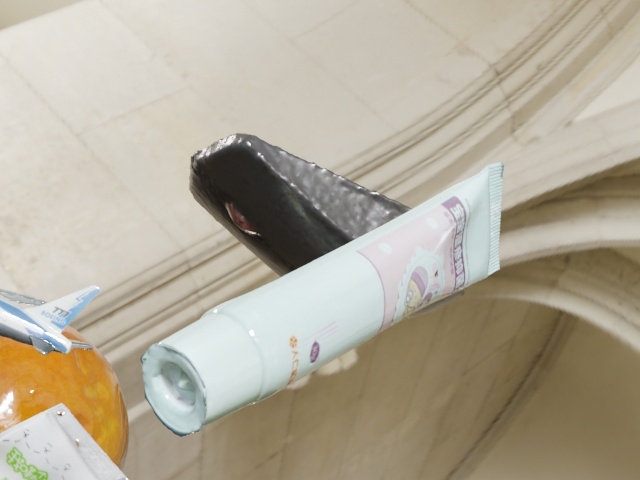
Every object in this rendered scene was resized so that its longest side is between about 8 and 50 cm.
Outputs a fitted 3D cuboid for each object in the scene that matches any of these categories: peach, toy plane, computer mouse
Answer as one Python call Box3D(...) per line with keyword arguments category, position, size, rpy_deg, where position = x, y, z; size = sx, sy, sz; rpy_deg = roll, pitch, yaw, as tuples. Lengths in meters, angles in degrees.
Box3D(category="peach", position=(-0.442, 0.265, 1.357), size=(0.302, 0.342, 0.343), rpy_deg=(65, -27, 16))
Box3D(category="toy plane", position=(-0.255, 0.029, 0.641), size=(0.226, 0.058, 0.226), rpy_deg=(15, -1, 8))
Box3D(category="computer mouse", position=(-0.001, 0.005, 0.945), size=(0.295, 0.087, 0.168), rpy_deg=(27, -24, -15))

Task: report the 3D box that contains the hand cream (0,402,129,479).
Box3D(category="hand cream", position=(-0.269, 0.215, 0.686), size=(0.121, 0.336, 0.076), rpy_deg=(46, -58, 15))

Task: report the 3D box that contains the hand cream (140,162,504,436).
Box3D(category="hand cream", position=(0.026, 0.028, 0.612), size=(0.058, 0.331, 0.085), rpy_deg=(9, -68, 36))
